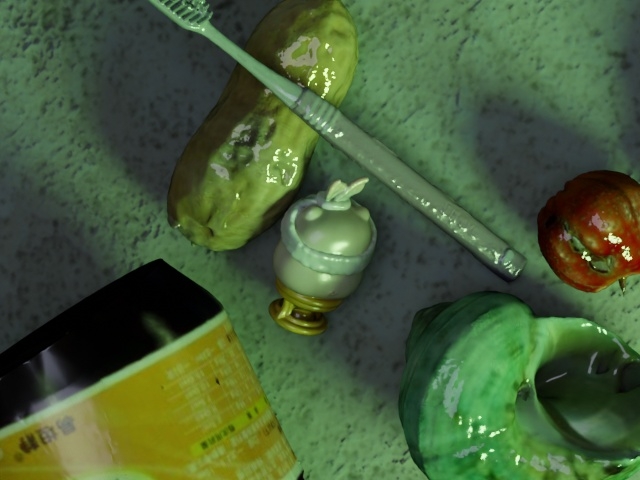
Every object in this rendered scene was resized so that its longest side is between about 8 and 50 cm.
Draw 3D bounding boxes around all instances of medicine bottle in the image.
[{"bbox_3d":[-0.100,0.231,1.315,0.242,0.242,0.395,-30,93,8],"label":"medicine bottle"}]

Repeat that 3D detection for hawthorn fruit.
[{"bbox_3d":[0.200,-0.003,1.331,0.093,0.093,0.093,0,89,10],"label":"hawthorn fruit"}]

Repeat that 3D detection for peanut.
[{"bbox_3d":[-0.037,-0.086,1.374,0.099,0.099,0.214,30,88,9],"label":"peanut"}]

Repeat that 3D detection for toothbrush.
[{"bbox_3d":[0.013,-0.081,1.320,0.354,0.029,0.024,38,71,-16],"label":"toothbrush"}]

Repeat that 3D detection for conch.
[{"bbox_3d":[0.139,0.112,1.322,0.176,0.122,0.188,-41,85,-14],"label":"conch"}]

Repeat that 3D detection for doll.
[{"bbox_3d":[0.000,0.000,1.369,0.073,0.084,0.127,10,116,-22],"label":"doll"}]
